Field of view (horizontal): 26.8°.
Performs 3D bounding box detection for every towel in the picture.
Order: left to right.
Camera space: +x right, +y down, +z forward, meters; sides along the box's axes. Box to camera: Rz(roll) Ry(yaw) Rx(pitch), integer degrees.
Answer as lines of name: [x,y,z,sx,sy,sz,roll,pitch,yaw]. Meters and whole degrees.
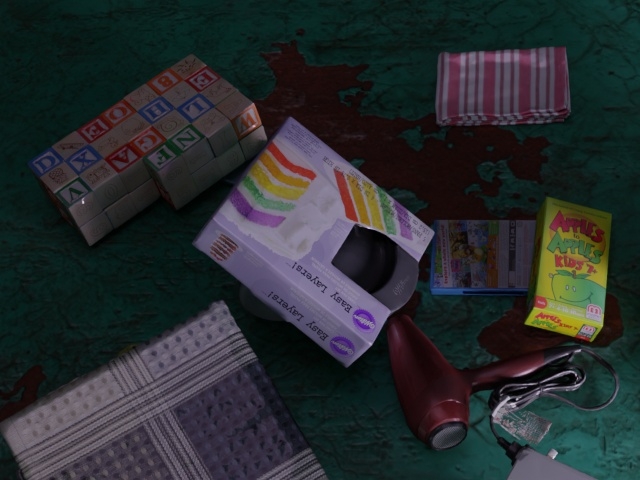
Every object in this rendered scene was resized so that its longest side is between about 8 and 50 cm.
towel: [-0.184,0.273,1.610,0.324,0.056,0.312,-28,74,-14]
towel: [0.268,-0.232,1.984,0.197,0.029,0.144,-2,52,8]

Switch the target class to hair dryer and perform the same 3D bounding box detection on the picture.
hair dryer: [0.198,0.182,1.665,0.293,0.080,0.223,28,45,20]

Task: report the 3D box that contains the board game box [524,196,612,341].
board game box: [0.323,0.035,1.743,0.092,0.043,0.181,15,55,-2]

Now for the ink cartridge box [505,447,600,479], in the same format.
ink cartridge box: [0.297,0.334,1.461,0.212,0.154,0.093,25,62,24]

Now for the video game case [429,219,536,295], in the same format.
video game case: [0.233,0.022,1.801,0.166,0.015,0.119,1,53,9]

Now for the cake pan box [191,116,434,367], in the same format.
cake pan box: [0.000,0.000,1.716,0.267,0.070,0.246,40,46,-4]

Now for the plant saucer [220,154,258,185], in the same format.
plant saucer: [-0.093,-0.095,1.942,0.192,0.018,0.067,22,58,23]

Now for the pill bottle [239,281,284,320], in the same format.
pill bottle: [-0.053,0.007,1.799,0.108,0.108,0.180,-4,51,6]

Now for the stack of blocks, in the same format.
stack of blocks: [-0.246,-0.124,1.928,0.297,0.087,0.171,-36,50,-15]

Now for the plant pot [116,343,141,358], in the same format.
plant pot: [-0.228,0.174,1.716,0.083,0.079,0.083,-4,53,5]
